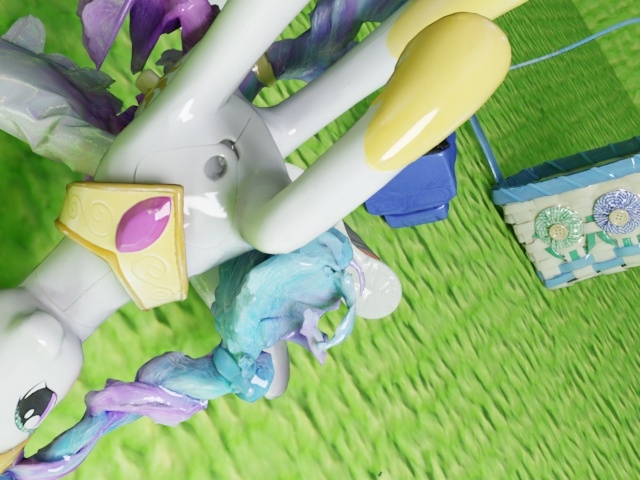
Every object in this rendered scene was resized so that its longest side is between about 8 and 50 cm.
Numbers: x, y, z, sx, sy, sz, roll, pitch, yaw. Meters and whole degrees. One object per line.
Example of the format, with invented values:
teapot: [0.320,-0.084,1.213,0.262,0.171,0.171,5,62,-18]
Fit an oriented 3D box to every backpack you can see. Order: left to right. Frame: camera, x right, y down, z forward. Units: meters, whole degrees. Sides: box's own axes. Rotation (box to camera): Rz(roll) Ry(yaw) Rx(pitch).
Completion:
backpack: [0.085,-0.078,0.975,0.120,0.098,0.101,-82,162,-51]

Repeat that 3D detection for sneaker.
sneaker: [0.000,0.000,0.816,0.158,0.061,0.065,50,2,-17]

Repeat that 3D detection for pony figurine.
pony figurine: [-0.066,-0.047,0.494,0.303,0.363,0.351,43,15,-13]

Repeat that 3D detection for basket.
basket: [0.334,-0.103,1.237,0.201,0.255,0.289,-21,92,-60]

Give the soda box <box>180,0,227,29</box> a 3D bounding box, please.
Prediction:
soda box: [-0.133,-0.259,0.815,0.216,0.074,0.069,46,30,-23]
